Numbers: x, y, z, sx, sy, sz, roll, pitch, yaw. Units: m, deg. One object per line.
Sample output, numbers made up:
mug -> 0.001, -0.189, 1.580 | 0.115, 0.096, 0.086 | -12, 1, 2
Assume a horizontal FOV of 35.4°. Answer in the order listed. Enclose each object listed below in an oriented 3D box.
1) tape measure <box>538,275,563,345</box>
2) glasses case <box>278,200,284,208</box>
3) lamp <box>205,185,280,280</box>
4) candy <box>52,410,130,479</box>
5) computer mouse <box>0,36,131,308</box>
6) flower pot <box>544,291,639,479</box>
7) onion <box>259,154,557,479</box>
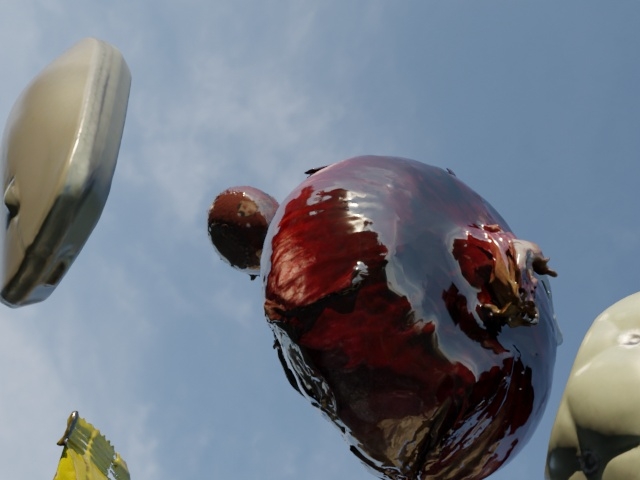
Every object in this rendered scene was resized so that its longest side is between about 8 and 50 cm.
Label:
tape measure -> 0.263, 0.095, 1.470 | 0.107, 0.181, 0.182 | 0, -71, 51
glasses case -> 0.000, 0.000, 1.386 | 0.041, 0.063, 0.164 | 6, -28, 50
lamp -> -0.114, -0.023, 1.677 | 0.156, 0.135, 0.157 | 50, -35, -4
candy -> -0.304, 0.382, 1.249 | 0.081, 0.297, 0.187 | -3, -38, 18
computer mouse -> -0.259, -0.078, 0.955 | 0.197, 0.095, 0.330 | -56, -157, 25
flower pot -> 0.281, 0.151, 0.742 | 0.195, 0.246, 0.246 | 18, -66, 25
onion -> 0.088, 0.055, 0.877 | 0.232, 0.314, 0.313 | -40, -103, 36
